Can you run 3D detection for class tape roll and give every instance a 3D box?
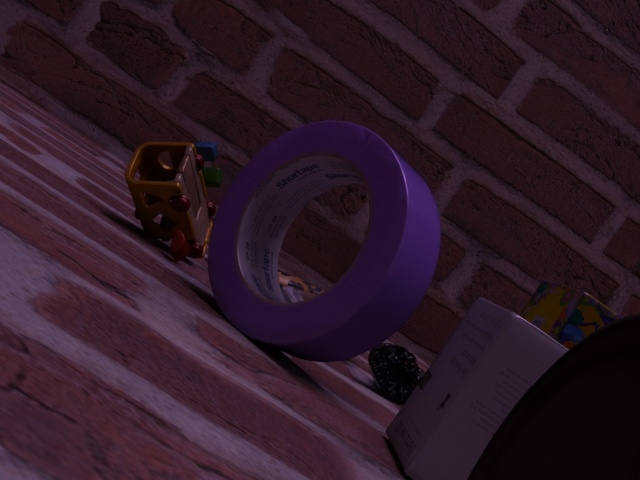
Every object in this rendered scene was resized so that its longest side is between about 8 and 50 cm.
[{"bbox_3d":[0.000,0.000,1.008,0.274,0.275,0.090,34,0,39],"label":"tape roll"}]

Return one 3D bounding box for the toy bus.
[{"bbox_3d":[-0.221,-0.050,1.257,0.104,0.202,0.191,3,3,9],"label":"toy bus"}]

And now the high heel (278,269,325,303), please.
[{"bbox_3d":[-0.009,0.100,1.358,0.186,0.093,0.261,41,11,19],"label":"high heel"}]

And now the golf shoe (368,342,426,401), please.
[{"bbox_3d":[0.110,0.205,1.301,0.094,0.077,0.198,19,-17,42],"label":"golf shoe"}]

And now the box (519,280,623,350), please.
[{"bbox_3d":[0.401,0.263,1.310,0.279,0.290,0.177,35,-1,-6],"label":"box"}]

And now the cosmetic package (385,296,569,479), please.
[{"bbox_3d":[0.184,0.179,0.857,0.151,0.184,0.151,35,0,-3],"label":"cosmetic package"}]

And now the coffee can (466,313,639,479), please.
[{"bbox_3d":[0.224,0.195,0.430,0.275,0.202,0.201,34,0,-2],"label":"coffee can"}]
